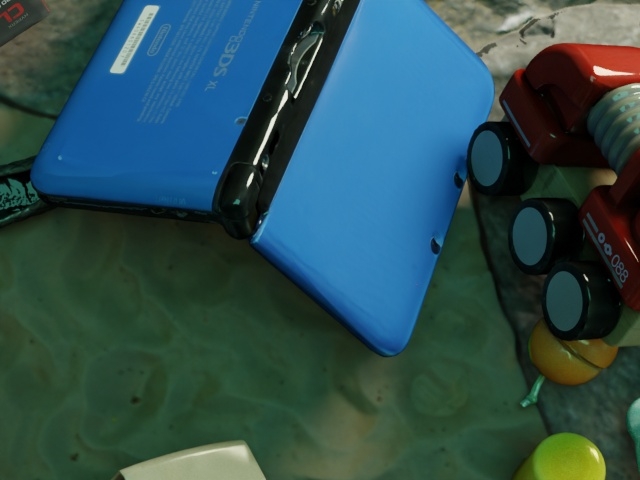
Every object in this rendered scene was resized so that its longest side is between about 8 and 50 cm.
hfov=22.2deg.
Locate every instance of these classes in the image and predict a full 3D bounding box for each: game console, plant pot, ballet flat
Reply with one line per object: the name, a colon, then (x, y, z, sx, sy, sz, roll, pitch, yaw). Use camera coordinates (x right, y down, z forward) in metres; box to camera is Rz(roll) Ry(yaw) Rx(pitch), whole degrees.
game console: (-0.032, -0.083, 1.219, 0.250, 0.173, 0.293, 6, 51, 22)
plant pot: (-0.086, 0.200, 1.167, 0.096, 0.109, 0.109, -26, 81, -23)
ballet flat: (-0.264, -0.027, 1.225, 0.173, 0.049, 0.057, -25, 80, -10)

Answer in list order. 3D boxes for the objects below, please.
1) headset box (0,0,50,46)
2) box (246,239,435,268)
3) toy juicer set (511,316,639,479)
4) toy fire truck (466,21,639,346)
headset box: (-0.340, -0.194, 1.140, 0.218, 0.293, 0.110, -34, 61, -4)
box: (0.000, 0.000, 1.239, 0.169, 0.059, 0.054, 35, 74, 3)
toy juicer set: (0.306, 0.127, 1.236, 0.329, 0.089, 0.209, 2, 59, -2)
toy fire truck: (0.214, -0.073, 1.140, 0.158, 0.246, 0.217, 0, 49, -29)
